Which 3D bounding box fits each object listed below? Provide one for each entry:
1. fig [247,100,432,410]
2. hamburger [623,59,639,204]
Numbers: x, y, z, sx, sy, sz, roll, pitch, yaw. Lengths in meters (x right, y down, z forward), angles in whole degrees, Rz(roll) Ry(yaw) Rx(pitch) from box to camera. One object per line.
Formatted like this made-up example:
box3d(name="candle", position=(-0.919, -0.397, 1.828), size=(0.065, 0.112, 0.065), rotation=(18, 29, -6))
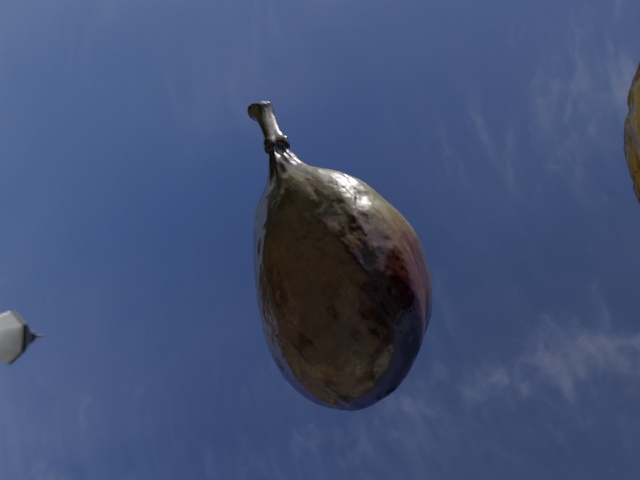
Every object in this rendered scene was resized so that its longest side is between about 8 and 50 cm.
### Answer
box3d(name="fig", position=(0.002, -0.001, 0.516), size=(0.145, 0.170, 0.275), rotation=(-26, -99, 16))
box3d(name="hamburger", position=(0.342, -0.088, 0.401), size=(0.244, 0.162, 0.245), rotation=(-179, -90, -73))
